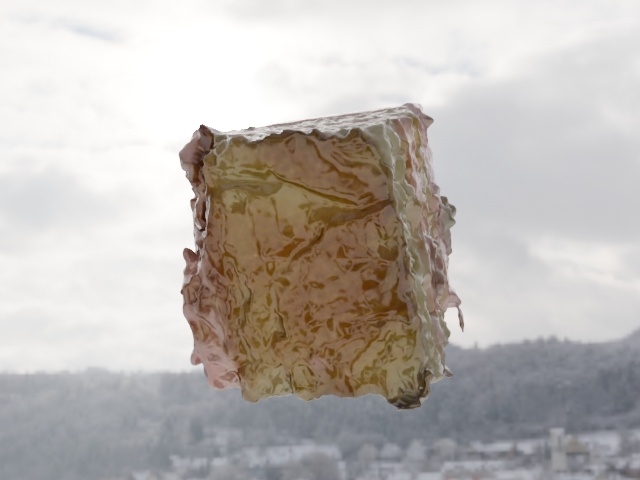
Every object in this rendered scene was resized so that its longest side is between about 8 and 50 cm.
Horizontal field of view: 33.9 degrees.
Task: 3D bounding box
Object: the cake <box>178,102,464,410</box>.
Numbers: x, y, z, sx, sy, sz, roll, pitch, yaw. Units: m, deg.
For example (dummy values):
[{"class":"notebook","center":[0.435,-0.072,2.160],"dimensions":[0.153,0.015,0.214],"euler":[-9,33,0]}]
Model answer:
[{"class":"cake","center":[0.000,0.000,1.200],"dimensions":[0.293,0.314,0.307],"euler":[-3,15,14]}]
